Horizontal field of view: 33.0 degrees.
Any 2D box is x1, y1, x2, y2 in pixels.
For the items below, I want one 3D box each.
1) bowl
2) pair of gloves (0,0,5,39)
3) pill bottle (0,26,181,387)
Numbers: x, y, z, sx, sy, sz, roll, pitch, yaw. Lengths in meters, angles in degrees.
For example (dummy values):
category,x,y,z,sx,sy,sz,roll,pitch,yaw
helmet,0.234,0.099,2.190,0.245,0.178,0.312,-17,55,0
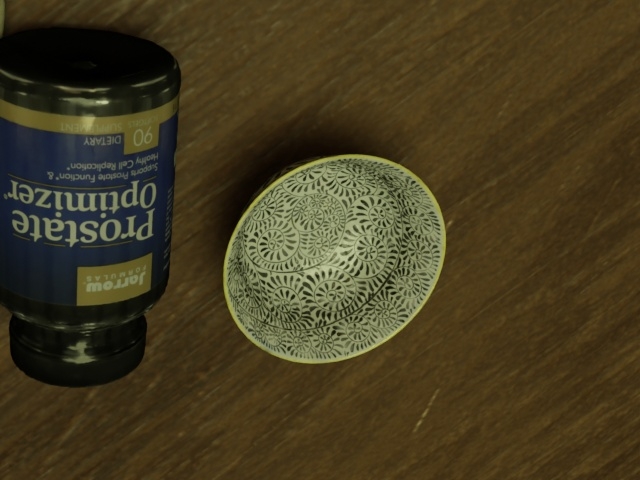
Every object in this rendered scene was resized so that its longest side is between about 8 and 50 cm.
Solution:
category,x,y,z,sx,sy,sz,roll,pitch,yaw
bowl,0.000,0.000,0.809,0.170,0.080,0.170,-9,119,-17
pair of gloves,-0.275,-0.123,0.605,0.240,0.042,0.204,-15,123,-53
pill bottle,-0.158,-0.019,0.712,0.122,0.123,0.219,-4,119,-19
